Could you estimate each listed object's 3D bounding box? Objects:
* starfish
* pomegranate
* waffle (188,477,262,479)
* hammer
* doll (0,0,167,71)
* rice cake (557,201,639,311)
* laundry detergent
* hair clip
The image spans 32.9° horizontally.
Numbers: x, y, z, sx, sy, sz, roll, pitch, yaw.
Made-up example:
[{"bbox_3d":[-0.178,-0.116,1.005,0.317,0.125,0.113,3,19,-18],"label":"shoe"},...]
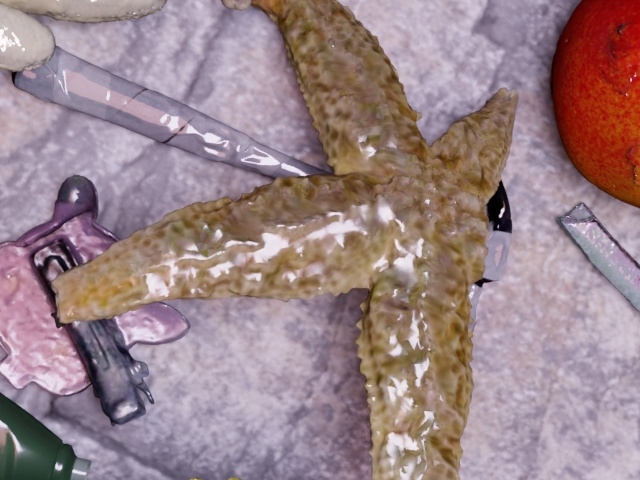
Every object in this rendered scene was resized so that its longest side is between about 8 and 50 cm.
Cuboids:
[{"bbox_3d":[0.000,0.000,0.775,0.324,0.082,0.432,22,67,-7],"label":"starfish"},{"bbox_3d":[0.285,-0.113,0.837,0.210,0.210,0.235,-46,131,-2],"label":"pomegranate"},{"bbox_3d":[-0.130,0.223,0.803,0.280,0.262,0.060,-22,60,28],"label":"waffle"},{"bbox_3d":[-0.044,-0.054,0.873,0.427,0.044,0.152,20,91,-9],"label":"hammer"},{"bbox_3d":[-0.254,-0.203,0.805,0.278,0.175,0.149,-8,137,-17],"label":"doll"},{"bbox_3d":[0.280,0.046,0.930,0.033,0.033,0.207,-44,98,7],"label":"rice cake"},{"bbox_3d":[-0.288,0.169,0.848,0.211,0.063,0.137,17,94,-11],"label":"laundry detergent"},{"bbox_3d":[-0.195,0.062,0.861,0.146,0.056,0.187,-33,89,-3],"label":"hair clip"}]
